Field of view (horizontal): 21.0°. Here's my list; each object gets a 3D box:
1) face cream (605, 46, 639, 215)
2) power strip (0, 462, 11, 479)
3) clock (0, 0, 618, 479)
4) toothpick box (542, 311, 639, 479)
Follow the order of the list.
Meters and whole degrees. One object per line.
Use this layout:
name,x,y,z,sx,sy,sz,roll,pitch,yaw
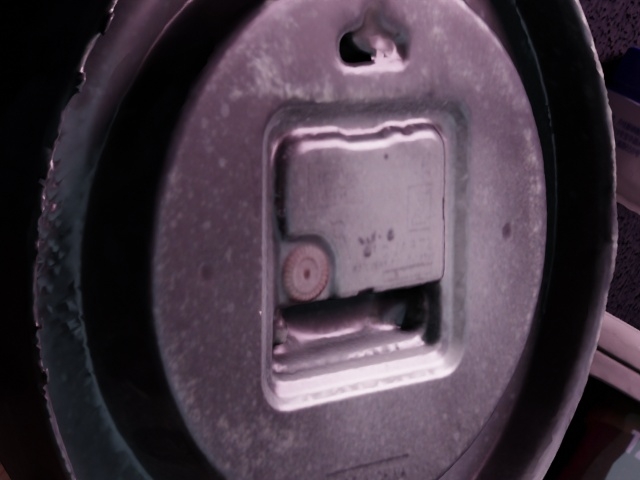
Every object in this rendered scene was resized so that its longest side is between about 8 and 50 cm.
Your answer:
face cream,0.290,-0.049,1.265,0.111,0.206,0.206,-61,153,10
power strip,-0.151,0.130,0.857,0.098,0.058,0.338,-50,151,-18
clock,0.000,0.000,0.826,0.386,0.076,0.386,-8,102,-44
toothpick box,0.131,0.194,1.245,0.316,0.229,0.229,-59,152,0
